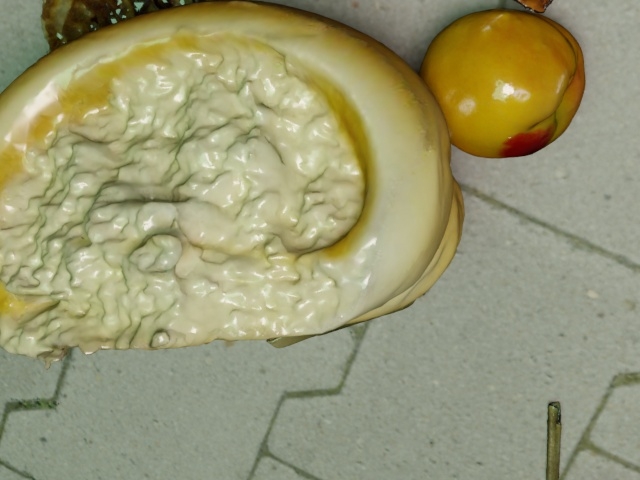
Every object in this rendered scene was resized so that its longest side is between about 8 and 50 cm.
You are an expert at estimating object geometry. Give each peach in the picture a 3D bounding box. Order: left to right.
[{"bbox_3d":[0.148,-0.131,1.079,0.138,0.138,0.138,7,111,18],"label":"peach"}]

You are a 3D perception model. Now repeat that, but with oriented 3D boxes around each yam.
[{"bbox_3d":[0.224,0.202,1.244,0.014,0.014,0.107,4,111,19],"label":"yam"}]

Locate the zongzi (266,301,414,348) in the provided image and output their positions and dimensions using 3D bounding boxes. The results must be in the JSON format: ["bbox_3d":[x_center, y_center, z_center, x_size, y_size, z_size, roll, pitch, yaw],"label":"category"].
[{"bbox_3d":[0.000,0.000,1.222,0.160,0.078,0.176,-17,94,18],"label":"zongzi"}]

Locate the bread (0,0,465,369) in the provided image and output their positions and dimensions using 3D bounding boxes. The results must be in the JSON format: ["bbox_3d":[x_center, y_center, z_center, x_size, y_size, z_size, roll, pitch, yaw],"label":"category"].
[{"bbox_3d":[-0.092,-0.015,1.082,0.424,0.328,0.245,-5,145,17],"label":"bread"}]

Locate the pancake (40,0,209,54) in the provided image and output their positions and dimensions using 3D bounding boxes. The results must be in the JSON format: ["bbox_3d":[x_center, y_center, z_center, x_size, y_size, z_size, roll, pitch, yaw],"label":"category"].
[{"bbox_3d":[-0.162,-0.231,1.202,0.212,0.056,0.257,25,124,18],"label":"pancake"}]

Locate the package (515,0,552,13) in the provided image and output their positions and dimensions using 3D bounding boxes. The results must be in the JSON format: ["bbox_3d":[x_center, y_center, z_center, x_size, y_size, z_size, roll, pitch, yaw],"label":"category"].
[{"bbox_3d":[0.149,-0.226,1.082,0.111,0.077,0.033,23,118,22],"label":"package"}]
